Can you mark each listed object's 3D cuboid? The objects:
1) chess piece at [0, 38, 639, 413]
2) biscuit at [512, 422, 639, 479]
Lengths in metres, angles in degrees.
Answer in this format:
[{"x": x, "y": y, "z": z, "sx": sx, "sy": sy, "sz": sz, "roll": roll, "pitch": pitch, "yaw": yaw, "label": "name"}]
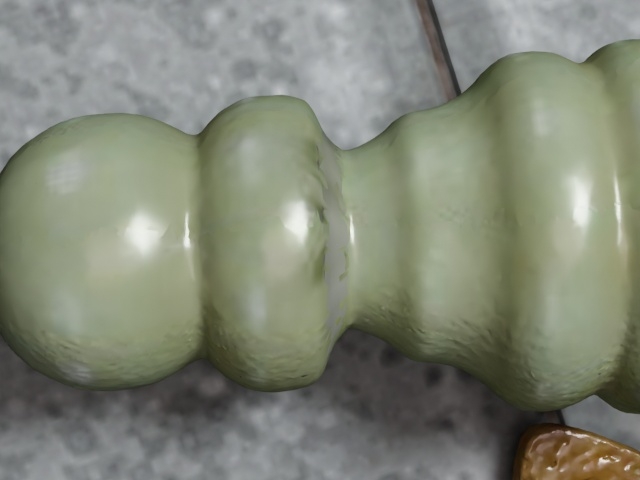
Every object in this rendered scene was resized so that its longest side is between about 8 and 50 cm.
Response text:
[{"x": 0.000, "y": 0.000, "z": 0.573, "sx": 0.251, "sy": 0.144, "sz": 0.144, "roll": -2, "pitch": 94, "yaw": -3, "label": "chess piece"}, {"x": 0.162, "y": 0.176, "z": 0.653, "sx": 0.162, "sy": 0.035, "sz": 0.250, "roll": -38, "pitch": 98, "yaw": -9, "label": "biscuit"}]
